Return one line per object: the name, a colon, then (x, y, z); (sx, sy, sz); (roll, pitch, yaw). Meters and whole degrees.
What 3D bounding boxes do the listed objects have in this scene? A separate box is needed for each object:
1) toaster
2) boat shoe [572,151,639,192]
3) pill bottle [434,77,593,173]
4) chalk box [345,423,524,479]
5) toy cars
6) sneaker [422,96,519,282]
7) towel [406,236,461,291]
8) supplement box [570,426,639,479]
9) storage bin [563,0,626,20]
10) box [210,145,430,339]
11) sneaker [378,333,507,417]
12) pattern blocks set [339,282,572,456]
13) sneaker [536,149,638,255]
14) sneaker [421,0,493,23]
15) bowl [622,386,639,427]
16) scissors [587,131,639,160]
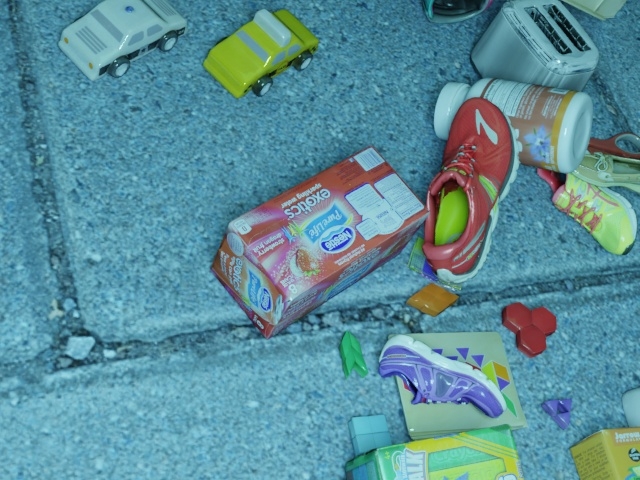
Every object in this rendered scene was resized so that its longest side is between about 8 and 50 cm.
toaster: (0.351, -0.289, 1.465); (0.129, 0.146, 0.227); (-13, 60, -25)
boat shoe: (0.452, -0.109, 1.365); (0.153, 0.048, 0.056); (15, 46, -1)
pill bottle: (0.286, -0.177, 1.354); (0.216, 0.121, 0.121); (15, 48, 29)
chalk box: (0.109, 0.295, 1.010); (0.213, 0.132, 0.132); (-7, 72, -17)
toy cars: (-0.179, -0.306, 1.328); (0.393, 0.087, 0.177); (4, 58, -18)
sneaker: (0.202, -0.082, 1.241); (0.107, 0.118, 0.279); (3, 70, 27)
towel: (0.168, 0.033, 1.289); (0.083, 0.009, 0.060); (26, 55, -3)
supplement box: (0.397, 0.355, 1.130); (0.078, 0.080, 0.233); (0, 58, -22)
storage bin: (0.407, -0.522, 1.577); (0.260, 0.123, 0.262); (2, 40, -49)
box: (0.000, 0.000, 1.178); (0.257, 0.123, 0.128); (-31, 73, -32)
sneaker: (0.150, 0.184, 1.134); (0.169, 0.068, 0.071); (25, 69, 7)
pattern blocks set: (0.180, 0.189, 1.185); (0.324, 0.026, 0.285); (8, 57, -15)
sneaker: (0.404, -0.056, 1.394); (0.094, 0.081, 0.208); (-10, 52, -25)
sneaker: (0.179, -0.467, 1.545); (0.295, 0.124, 0.178); (19, 45, -9)
bowl: (0.502, 0.259, 1.245); (0.142, 0.053, 0.142); (0, 60, -22)
scissors: (0.428, -0.153, 1.494); (0.297, 0.021, 0.109); (8, 57, -16)
